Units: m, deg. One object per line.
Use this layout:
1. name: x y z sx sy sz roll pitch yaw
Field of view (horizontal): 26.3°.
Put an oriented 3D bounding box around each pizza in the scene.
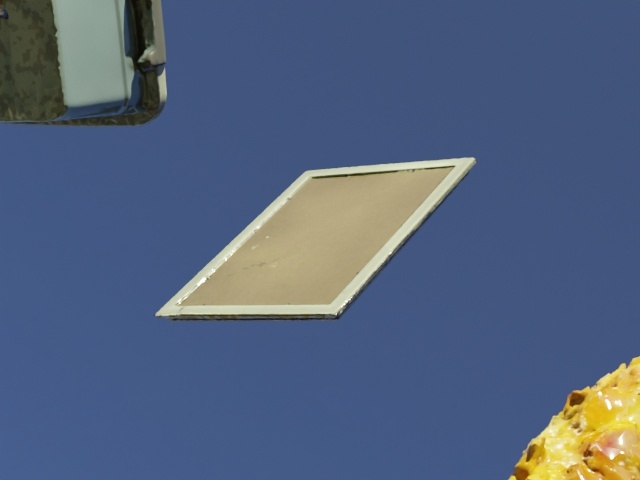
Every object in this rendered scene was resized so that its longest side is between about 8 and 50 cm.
1. pizza: 0.200 0.181 0.840 0.086 0.335 0.226 -20 -113 58

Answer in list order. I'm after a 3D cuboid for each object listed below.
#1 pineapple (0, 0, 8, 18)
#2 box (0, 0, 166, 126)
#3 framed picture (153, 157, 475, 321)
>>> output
1. pineapple: -0.269 -0.212 0.852 0.076 0.225 0.225 -16 -81 10
2. box: -0.237 -0.166 1.089 0.227 0.130 0.162 4 -75 31
3. framed picture: 0.000 0.000 1.379 0.231 0.293 0.018 -2 -60 38
